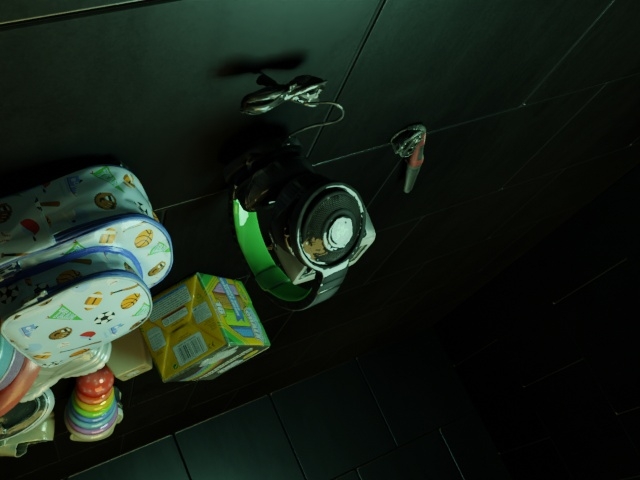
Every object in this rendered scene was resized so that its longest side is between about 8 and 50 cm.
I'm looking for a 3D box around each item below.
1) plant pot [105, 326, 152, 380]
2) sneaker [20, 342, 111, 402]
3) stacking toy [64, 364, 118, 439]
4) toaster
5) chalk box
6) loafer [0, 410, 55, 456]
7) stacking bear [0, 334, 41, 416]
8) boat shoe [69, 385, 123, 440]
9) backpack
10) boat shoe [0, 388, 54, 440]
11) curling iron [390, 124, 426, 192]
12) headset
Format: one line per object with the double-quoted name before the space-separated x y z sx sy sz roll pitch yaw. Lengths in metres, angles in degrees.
"plant pot" -0.442 0.261 1.714 0.109 0.096 0.109 -24 164 -8
"sneaker" -0.568 0.235 1.511 0.281 0.105 0.115 -25 130 11
"stacking toy" -0.575 0.394 1.902 0.141 0.141 0.330 -16 156 -29
"toaster" 0.000 0.000 1.545 0.168 0.110 0.185 -17 162 -26
"chalk box" -0.246 0.198 1.677 0.180 0.179 0.289 -30 164 12
"loafer" -0.838 0.541 1.998 0.269 0.092 0.102 -24 164 -7
"stacking bear" -0.572 0.156 1.115 0.164 0.175 0.289 -31 155 10
"boat shoe" -0.652 0.513 2.189 0.114 0.091 0.302 14 144 -35
"backpack" -0.332 0.026 0.993 0.263 0.213 0.276 -33 163 -14
"boat shoe" -0.756 0.406 1.672 0.306 0.113 0.105 -15 177 -4
"curling iron" 0.171 -0.155 1.455 0.068 0.035 0.274 -21 163 -1
"headset" -0.061 -0.060 1.080 0.185 0.243 0.394 -20 142 -36
